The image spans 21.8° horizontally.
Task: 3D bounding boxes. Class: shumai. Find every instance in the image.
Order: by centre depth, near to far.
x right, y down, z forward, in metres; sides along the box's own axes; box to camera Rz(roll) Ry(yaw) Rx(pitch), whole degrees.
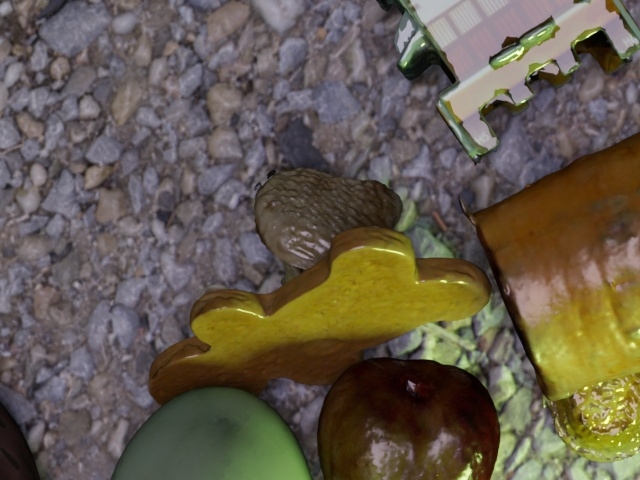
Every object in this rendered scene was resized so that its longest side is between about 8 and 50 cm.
[{"bbox_3d":[-0.001,0.003,1.584,0.145,0.145,0.116,18,135,6],"label":"shumai"}]

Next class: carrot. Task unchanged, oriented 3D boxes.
[{"bbox_3d":[0.320,0.004,1.480,0.340,0.224,0.224,-21,88,7],"label":"carrot"}]

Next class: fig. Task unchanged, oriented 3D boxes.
[{"bbox_3d":[0.069,0.246,1.564,0.170,0.145,0.274,9,106,-8],"label":"fig"}]

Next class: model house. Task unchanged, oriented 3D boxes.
[{"bbox_3d":[0.154,-0.206,1.496,0.198,0.224,0.215,-35,87,7],"label":"model house"}]

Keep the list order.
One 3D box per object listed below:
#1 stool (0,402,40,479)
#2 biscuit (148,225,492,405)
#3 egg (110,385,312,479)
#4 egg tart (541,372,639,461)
[{"bbox_3d":[-0.413,0.236,1.565,0.178,0.272,0.272,-39,86,21],"label":"stool"},{"bbox_3d":[-0.025,0.075,1.539,0.339,0.216,0.047,-30,52,33],"label":"biscuit"},{"bbox_3d":[-0.103,0.276,1.545,0.203,0.203,0.283,8,89,7],"label":"egg"},{"bbox_3d":[0.275,0.148,1.575,0.128,0.049,0.129,0,92,5],"label":"egg tart"}]
